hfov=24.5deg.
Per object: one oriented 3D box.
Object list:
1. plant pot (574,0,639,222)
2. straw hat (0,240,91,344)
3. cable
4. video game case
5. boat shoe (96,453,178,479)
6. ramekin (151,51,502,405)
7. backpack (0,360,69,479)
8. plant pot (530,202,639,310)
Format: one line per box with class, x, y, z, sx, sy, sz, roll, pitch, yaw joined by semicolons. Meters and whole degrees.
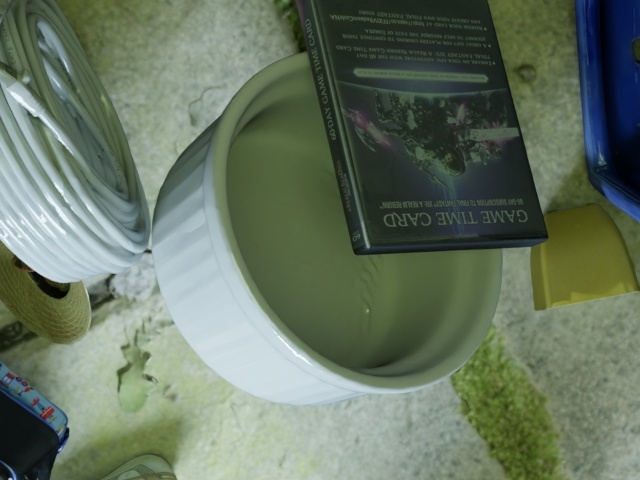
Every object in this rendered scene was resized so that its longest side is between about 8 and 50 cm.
plant pot;0.345;-0.141;1.181;0.212;0.236;0.236;-11;109;-8
straw hat;-0.227;0.013;1.268;0.061;0.144;0.144;-41;99;-40
cable;-0.216;-0.086;1.120;0.089;0.257;0.257;-25;117;5
video game case;0.077;-0.125;1.186;0.196;0.026;0.274;-2;75;-38
boat shoe;-0.195;0.242;1.292;0.153;0.048;0.056;-27;111;-11
ramekin;0.000;0.000;1.183;0.277;0.135;0.277;14;65;-32
backpack;-0.313;0.196;1.259;0.158;0.117;0.173;34;124;9
plant pot;0.223;0.013;1.282;0.081;0.081;0.083;-11;87;-1
